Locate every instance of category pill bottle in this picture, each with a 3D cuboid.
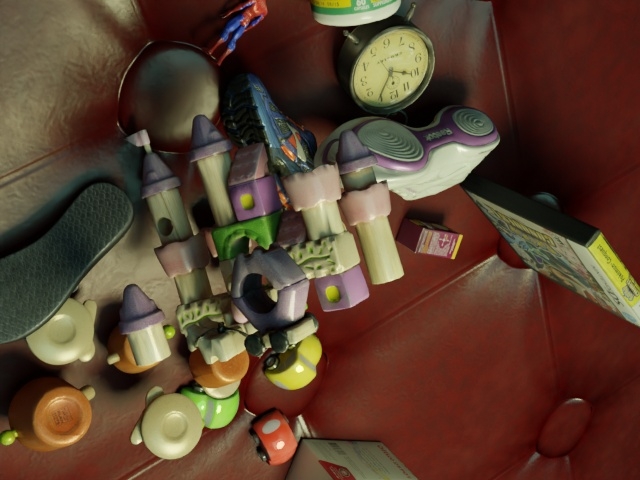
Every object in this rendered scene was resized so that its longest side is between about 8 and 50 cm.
[{"bbox_3d":[0.032,-0.378,1.092,0.118,0.117,0.208,-22,122,-22],"label":"pill bottle"}]

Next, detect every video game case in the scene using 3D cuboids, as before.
[{"bbox_3d":[0.368,0.016,1.390,0.035,0.275,0.248,-51,128,-4],"label":"video game case"}]

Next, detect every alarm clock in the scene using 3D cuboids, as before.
[{"bbox_3d":[0.090,-0.226,1.233,0.129,0.064,0.192,-24,130,-12],"label":"alarm clock"}]

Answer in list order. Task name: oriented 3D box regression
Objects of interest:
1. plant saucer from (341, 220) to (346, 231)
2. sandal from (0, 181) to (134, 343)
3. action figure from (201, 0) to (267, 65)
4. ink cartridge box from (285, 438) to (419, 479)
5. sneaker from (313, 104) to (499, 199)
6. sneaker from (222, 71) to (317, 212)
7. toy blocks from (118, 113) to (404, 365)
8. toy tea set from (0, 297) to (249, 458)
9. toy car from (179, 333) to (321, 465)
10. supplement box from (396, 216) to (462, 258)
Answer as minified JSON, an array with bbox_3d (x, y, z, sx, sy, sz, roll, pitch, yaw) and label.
[{"bbox_3d":[0.000,0.000,1.320,0.083,0.015,0.083,-13,118,-26],"label":"plant saucer"},{"bbox_3d":[-0.329,0.036,1.097,0.254,0.054,0.097,-41,87,-14],"label":"sandal"},{"bbox_3d":[-0.102,-0.271,1.119,0.115,0.030,0.038,-49,134,-9],"label":"action figure"},{"bbox_3d":[0.048,0.415,1.478,0.176,0.128,0.127,11,107,-34],"label":"ink cartridge box"},{"bbox_3d":[0.117,-0.099,1.262,0.305,0.114,0.152,-11,148,-34],"label":"sneaker"},{"bbox_3d":[-0.055,-0.132,1.193,0.087,0.083,0.221,-50,130,-29],"label":"sneaker"},{"bbox_3d":[-0.098,-0.027,1.038,0.309,0.289,0.260,-26,101,-58],"label":"toy blocks"},{"bbox_3d":[-0.262,0.192,1.208,0.336,0.124,0.200,14,76,-29],"label":"toy tea set"},{"bbox_3d":[-0.107,0.250,1.350,0.225,0.053,0.239,3,110,-33],"label":"toy car"},{"bbox_3d":[0.169,-0.004,1.398,0.083,0.055,0.043,8,106,-35],"label":"supplement box"}]
